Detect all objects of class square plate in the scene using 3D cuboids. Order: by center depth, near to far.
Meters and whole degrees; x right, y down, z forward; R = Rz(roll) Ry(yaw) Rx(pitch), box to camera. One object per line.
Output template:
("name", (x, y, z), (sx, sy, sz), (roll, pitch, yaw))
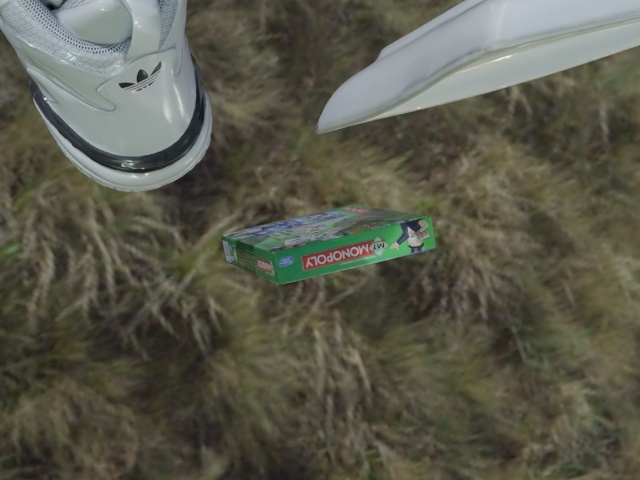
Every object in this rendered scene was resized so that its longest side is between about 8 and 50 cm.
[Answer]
("square plate", (0.191, -0.151, 0.804), (0.344, 0.347, 0.049), (-17, 93, -15))

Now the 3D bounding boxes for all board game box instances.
("board game box", (0.000, 0.000, 1.641), (0.213, 0.317, 0.046), (-12, 97, -15))

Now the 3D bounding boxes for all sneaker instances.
("sneaker", (-0.190, -0.219, 0.796), (0.137, 0.210, 0.366), (-30, 74, -15))
